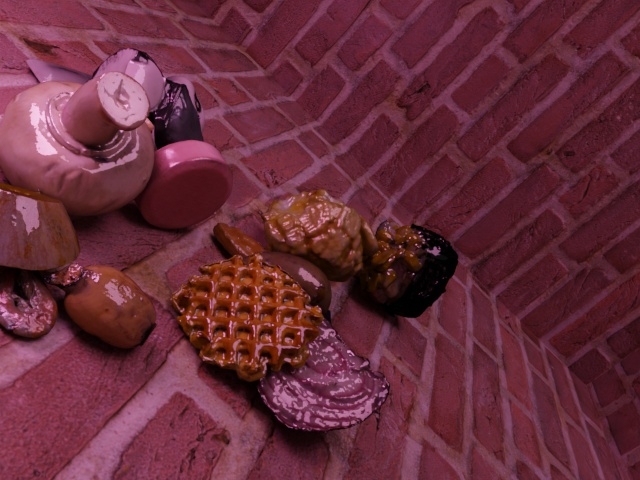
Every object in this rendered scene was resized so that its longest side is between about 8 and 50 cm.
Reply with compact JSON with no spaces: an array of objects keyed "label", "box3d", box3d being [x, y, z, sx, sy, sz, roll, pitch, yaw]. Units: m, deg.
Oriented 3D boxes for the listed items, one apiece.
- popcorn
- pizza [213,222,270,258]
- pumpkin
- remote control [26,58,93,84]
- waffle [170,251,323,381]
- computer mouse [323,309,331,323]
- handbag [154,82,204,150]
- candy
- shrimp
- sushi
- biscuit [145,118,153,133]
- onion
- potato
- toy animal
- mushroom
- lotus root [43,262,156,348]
[{"label":"popcorn","box3d":[-0.012,0.005,1.738,0.334,0.294,0.292,26,-43,67]},{"label":"pizza","box3d":[-0.195,0.044,1.617,0.246,0.058,0.127,35,24,-20]},{"label":"pumpkin","box3d":[-0.532,-0.044,1.039,0.218,0.110,0.217,15,17,-5]},{"label":"remote control","box3d":[-0.671,-0.446,1.655,0.109,0.055,0.313,51,22,14]},{"label":"waffle","box3d":[-0.156,0.163,1.291,0.325,0.068,0.302,41,49,19]},{"label":"computer mouse","box3d":[-0.050,0.177,1.619,0.217,0.073,0.122,23,32,-43]},{"label":"handbag","box3d":[-0.359,-0.247,1.531,0.075,0.332,0.191,8,58,6]},{"label":"candy","box3d":[-0.331,-0.133,1.441,0.255,0.255,0.094,12,38,-54]},{"label":"shrimp","box3d":[-0.508,0.086,1.000,0.101,0.042,0.190,7,43,-46]},{"label":"sushi","box3d":[0.268,0.077,2.053,0.285,0.328,0.328,23,30,-22]},{"label":"biscuit","box3d":[-0.495,-0.268,1.443,0.160,0.250,0.030,43,58,-6]},{"label":"onion","box3d":[-0.035,0.316,1.327,0.280,0.146,0.314,-22,60,-37]},{"label":"potato","box3d":[-0.097,0.111,1.474,0.263,0.165,0.165,20,26,-6]},{"label":"toy animal","box3d":[-0.473,-0.373,1.655,0.310,0.251,0.251,39,19,-47]},{"label":"mushroom","box3d":[-0.478,-0.189,1.222,0.356,0.315,0.315,10,11,21]},{"label":"lotus root","box3d":[-0.393,0.110,1.065,0.221,0.118,0.125,44,3,-18]}]
